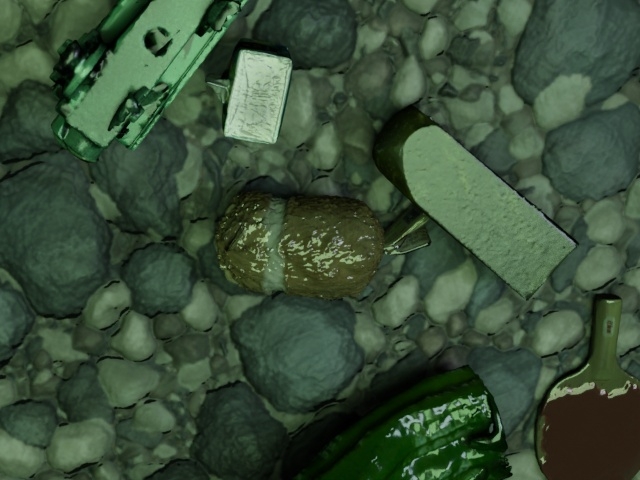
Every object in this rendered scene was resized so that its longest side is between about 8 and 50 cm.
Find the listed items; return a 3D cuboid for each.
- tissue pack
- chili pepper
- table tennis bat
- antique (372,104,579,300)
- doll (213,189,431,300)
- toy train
[{"bbox_3d":[-0.072,-0.147,1.226,0.079,0.111,0.085,10,105,-6],"label":"tissue pack"},{"bbox_3d":[0.041,0.298,1.341,0.385,0.167,0.213,-39,121,-6],"label":"chili pepper"},{"bbox_3d":[0.301,0.171,1.394,0.131,0.022,0.234,0,107,-4],"label":"table tennis bat"},{"bbox_3d":[0.148,-0.043,1.290,0.221,0.081,0.080,39,97,-13],"label":"antique"},{"bbox_3d":[0.003,0.007,1.284,0.221,0.115,0.105,4,95,-13],"label":"doll"},{"bbox_3d":[-0.155,-0.197,1.183,0.115,0.154,0.269,36,101,-14],"label":"toy train"}]
